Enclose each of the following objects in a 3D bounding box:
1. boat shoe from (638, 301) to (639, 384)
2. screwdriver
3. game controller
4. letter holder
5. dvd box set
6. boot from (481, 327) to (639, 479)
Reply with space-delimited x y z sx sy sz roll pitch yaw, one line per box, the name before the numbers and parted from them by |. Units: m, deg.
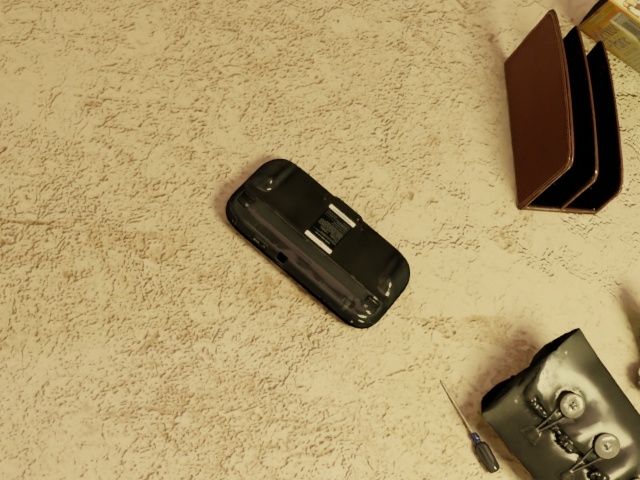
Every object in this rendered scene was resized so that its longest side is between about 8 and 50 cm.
boat shoe | 0.590 0.235 1.808 0.105 0.113 0.306 -21 91 -15
screwdriver | 0.236 0.299 1.740 0.025 0.024 0.170 -19 71 -50
game controller | 0.000 0.000 1.782 0.319 0.067 0.166 41 51 3
letter holder | 0.443 -0.226 1.888 0.152 0.214 0.302 3 68 -13
dvd box set | 0.670 -0.305 1.936 0.420 0.307 0.062 36 93 2
boot | 0.523 0.320 1.706 0.367 0.146 0.445 -39 80 -7
